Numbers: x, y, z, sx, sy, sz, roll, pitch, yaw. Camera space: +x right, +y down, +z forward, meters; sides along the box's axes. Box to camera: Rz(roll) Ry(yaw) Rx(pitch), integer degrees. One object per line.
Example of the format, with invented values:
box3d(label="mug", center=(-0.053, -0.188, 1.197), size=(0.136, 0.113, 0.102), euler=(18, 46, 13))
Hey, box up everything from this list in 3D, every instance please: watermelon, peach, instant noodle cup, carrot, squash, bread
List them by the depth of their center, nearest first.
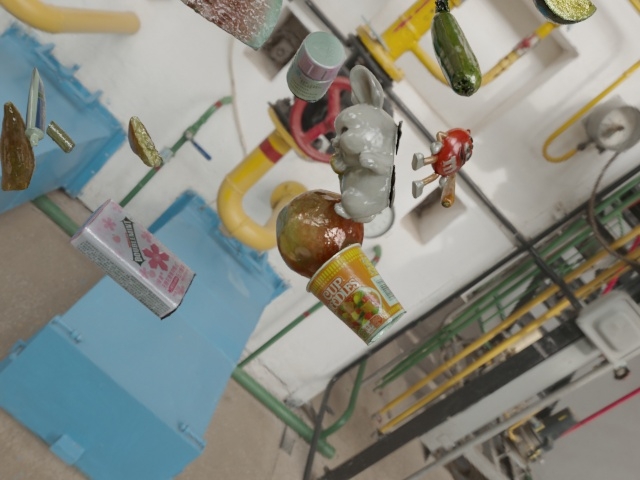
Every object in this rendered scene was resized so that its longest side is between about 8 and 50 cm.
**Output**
box3d(label="squash", center=(0.270, -0.372, 1.104), size=(0.071, 0.080, 0.318), euler=(3, 52, -8))
box3d(label="instant noodle cup", center=(0.088, 0.127, 1.232), size=(0.185, 0.168, 0.168), euler=(49, 19, 17))
box3d(label="watermelon", center=(-0.227, -0.541, 1.301), size=(0.241, 0.094, 0.154), euler=(21, 68, -17))
box3d(label="watermelon", center=(0.579, -0.586, 1.366), size=(0.182, 0.092, 0.075), euler=(33, -3, -12))
box3d(label="peach", center=(0.000, 0.000, 1.414), size=(0.232, 0.232, 0.256), euler=(23, 44, -51))
box3d(label="bread", center=(-0.506, -0.284, 1.550), size=(0.154, 0.054, 0.135), euler=(32, -38, 40))
box3d(label="carrot", center=(0.423, -0.180, 1.816), size=(0.043, 0.043, 0.247), euler=(44, 36, -16))

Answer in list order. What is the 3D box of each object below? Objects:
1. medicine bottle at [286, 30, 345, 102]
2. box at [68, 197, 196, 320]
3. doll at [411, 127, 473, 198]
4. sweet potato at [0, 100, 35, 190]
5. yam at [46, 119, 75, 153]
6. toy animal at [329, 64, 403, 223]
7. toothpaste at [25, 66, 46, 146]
box3d(label="medicine bottle", center=(-0.015, -0.495, 1.580), size=(0.135, 0.168, 0.135), euler=(7, 71, -20))
box3d(label="box", center=(-0.555, 0.059, 1.681), size=(0.370, 0.112, 0.190), euler=(45, 31, -23))
box3d(label="doll", center=(0.330, -0.215, 1.460), size=(0.085, 0.217, 0.183), euler=(41, -23, 36))
box3d(label="sweet potato", center=(-0.689, -0.207, 1.261), size=(0.077, 0.243, 0.077), euler=(16, 34, -11))
box3d(label="yam", center=(-0.747, -0.296, 1.585), size=(0.094, 0.043, 0.043), euler=(48, 19, -18))
box3d(label="toy animal", center=(0.101, -0.203, 1.228), size=(0.154, 0.325, 0.208), euler=(6, 0, 6))
box3d(label="toothpaste", center=(-0.591, -0.274, 1.151), size=(0.057, 0.035, 0.197), euler=(99, -18, -59))
